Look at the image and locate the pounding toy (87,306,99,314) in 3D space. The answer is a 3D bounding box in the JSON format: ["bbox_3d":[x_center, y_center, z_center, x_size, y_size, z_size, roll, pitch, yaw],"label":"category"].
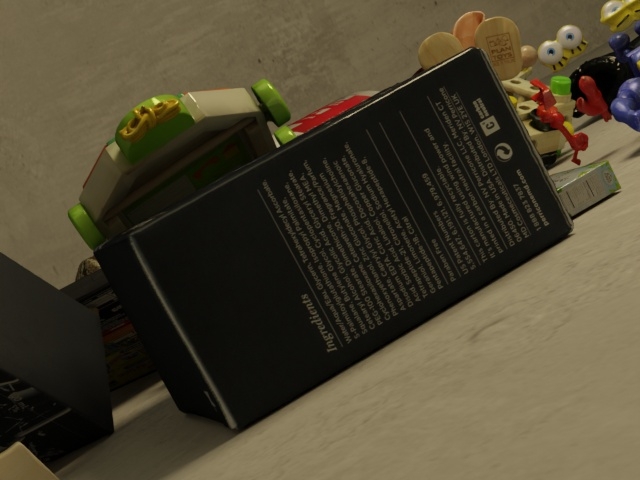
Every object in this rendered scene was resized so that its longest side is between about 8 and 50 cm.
[{"bbox_3d":[-0.379,0.214,1.908,0.237,0.183,0.110,-17,-38,11],"label":"pounding toy"}]

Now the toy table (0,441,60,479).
[{"bbox_3d":[-0.397,0.219,1.421,0.161,0.252,0.274,-47,21,-16],"label":"toy table"}]

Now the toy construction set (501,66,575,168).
[{"bbox_3d":[0.230,-0.161,2.038,0.328,0.151,0.215,-28,40,-23],"label":"toy construction set"}]

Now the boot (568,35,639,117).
[{"bbox_3d":[0.516,-0.287,2.297,0.246,0.094,0.207,-34,-3,32],"label":"boot"}]

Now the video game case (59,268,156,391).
[{"bbox_3d":[-0.295,0.128,2.008,0.275,0.035,0.248,-26,-34,30],"label":"video game case"}]

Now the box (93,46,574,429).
[{"bbox_3d":[0.000,0.000,1.462,0.395,0.212,0.293,-30,5,-16],"label":"box"}]

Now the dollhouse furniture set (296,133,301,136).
[{"bbox_3d":[0.059,-0.074,1.790,0.301,0.151,0.197,-17,53,60],"label":"dollhouse furniture set"}]

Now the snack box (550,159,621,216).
[{"bbox_3d":[0.247,-0.042,1.538,0.100,0.037,0.141,-28,4,-15],"label":"snack box"}]

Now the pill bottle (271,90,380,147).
[{"bbox_3d":[0.005,-0.076,2.172,0.229,0.229,0.408,-25,5,33],"label":"pill bottle"}]

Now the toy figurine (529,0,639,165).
[{"bbox_3d":[0.461,-0.199,1.713,0.362,0.191,0.217,-30,33,-3],"label":"toy figurine"}]

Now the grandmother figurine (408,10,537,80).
[{"bbox_3d":[0.171,-0.209,1.802,0.208,0.104,0.342,-8,-1,-6],"label":"grandmother figurine"}]

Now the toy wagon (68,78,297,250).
[{"bbox_3d":[-0.154,-0.080,1.586,0.267,0.068,0.344,-35,-24,-5],"label":"toy wagon"}]

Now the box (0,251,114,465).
[{"bbox_3d":[-0.474,0.157,1.678,0.312,0.179,0.343,-28,-37,18],"label":"box"}]

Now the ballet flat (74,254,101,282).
[{"bbox_3d":[-0.364,0.145,2.492,0.182,0.164,0.483,-57,-2,-8],"label":"ballet flat"}]
